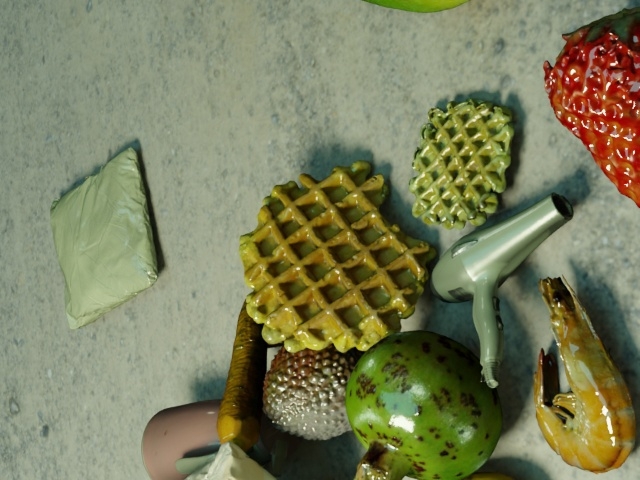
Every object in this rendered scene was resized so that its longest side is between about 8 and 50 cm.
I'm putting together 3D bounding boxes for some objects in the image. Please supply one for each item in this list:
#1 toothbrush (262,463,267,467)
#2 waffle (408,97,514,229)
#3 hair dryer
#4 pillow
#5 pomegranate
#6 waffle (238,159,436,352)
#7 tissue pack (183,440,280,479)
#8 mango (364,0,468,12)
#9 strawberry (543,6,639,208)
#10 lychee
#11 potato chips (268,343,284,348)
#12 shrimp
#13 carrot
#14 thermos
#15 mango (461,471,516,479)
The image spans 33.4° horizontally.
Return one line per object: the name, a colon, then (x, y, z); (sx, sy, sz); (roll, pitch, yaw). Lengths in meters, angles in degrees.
toothbrush: (-0.123, 0.399, 1.757); (0.162, 0.014, 0.017); (-54, 41, 28)
waffle: (0.188, -0.105, 1.446); (0.169, 0.036, 0.183); (9, 84, 49)
hair dryer: (0.241, 0.040, 1.337); (0.219, 0.088, 0.225); (-53, 29, 21)
pillow: (-0.418, -0.001, 2.007); (0.281, 0.076, 0.274); (-27, 69, 39)
pomegranate: (0.120, 0.235, 1.375); (0.211, 0.263, 0.211); (28, 149, 19)
waffle: (0.022, 0.025, 1.521); (0.282, 0.058, 0.300); (-15, 62, 8)
tissue pack: (-0.095, 0.492, 1.556); (0.376, 0.195, 0.390); (36, 122, -11)
mango: (0.103, -0.431, 1.443); (0.382, 0.201, 0.225); (31, 132, 51)
strawberry: (0.373, -0.139, 1.198); (0.205, 0.205, 0.244); (-6, 105, 44)
lychee: (0.006, 0.207, 1.554); (0.165, 0.197, 0.165); (43, 151, 31)
potato chips: (-0.019, 0.145, 1.650); (0.204, 0.037, 0.026); (-14, 87, 43)
shrimp: (0.313, 0.165, 1.315); (0.150, 0.068, 0.248); (-19, 77, 50)
carrot: (-0.114, 0.189, 1.634); (0.066, 0.066, 0.314); (-45, 26, 33)
thermos: (-0.157, 0.322, 1.684); (0.265, 0.176, 0.145); (-20, 96, 42)
mango: (0.203, 0.375, 1.392); (0.195, 0.098, 0.137); (-29, 66, 31)
